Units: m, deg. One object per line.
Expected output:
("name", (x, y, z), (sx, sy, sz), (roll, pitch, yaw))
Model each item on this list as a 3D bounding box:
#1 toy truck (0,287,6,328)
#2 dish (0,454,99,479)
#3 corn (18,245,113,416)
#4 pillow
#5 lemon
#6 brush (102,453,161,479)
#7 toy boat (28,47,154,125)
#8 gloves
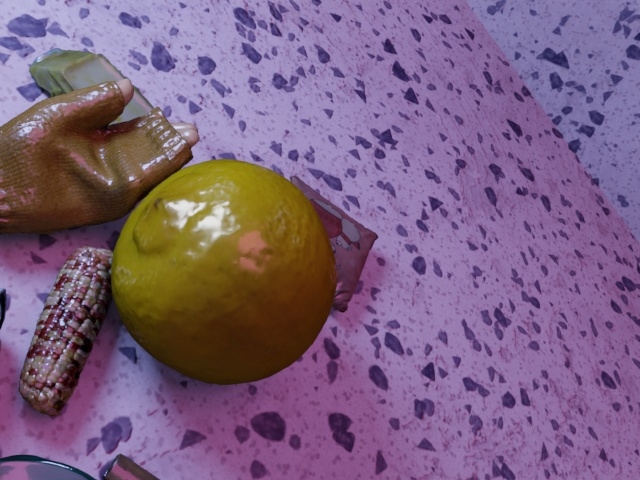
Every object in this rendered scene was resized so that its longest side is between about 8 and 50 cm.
("toy truck", (-0.509, 0.140, 0.716), (0.184, 0.133, 0.338), (30, 51, -8))
("dish", (-0.345, 0.331, 0.701), (0.224, 0.246, 0.078), (13, 92, -25))
("corn", (-0.355, 0.121, 0.880), (0.086, 0.086, 0.253), (26, 53, -23))
("pillow", (0.000, 0.000, 1.226), (0.236, 0.084, 0.223), (37, 45, -17))
("lemon", (-0.135, 0.050, 0.924), (0.348, 0.348, 0.348), (19, 54, -28))
("brush", (-0.192, 0.382, 0.878), (0.248, 0.036, 0.043), (40, 42, -12))
("toy boat", (-0.374, -0.235, 1.081), (0.276, 0.084, 0.111), (46, 48, -7))
("gloves", (-0.356, -0.123, 0.948), (0.356, 0.155, 0.203), (-20, 89, -18))
